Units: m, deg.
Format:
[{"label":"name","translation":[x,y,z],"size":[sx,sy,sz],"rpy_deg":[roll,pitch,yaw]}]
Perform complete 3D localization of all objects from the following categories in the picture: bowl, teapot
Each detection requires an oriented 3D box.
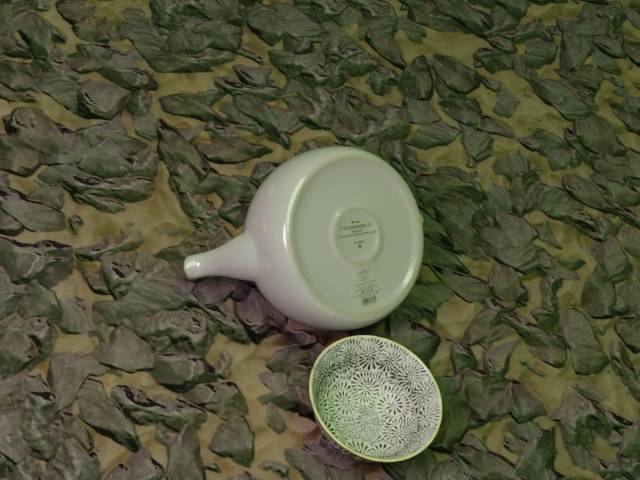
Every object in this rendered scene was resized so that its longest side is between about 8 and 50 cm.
[{"label":"bowl","translation":[0.057,0.208,1.368],"size":[0.170,0.080,0.170],"rpy_deg":[10,53,-14]},{"label":"teapot","translation":[0.000,0.000,1.446],"size":[0.256,0.187,0.252],"rpy_deg":[38,67,-24]}]
